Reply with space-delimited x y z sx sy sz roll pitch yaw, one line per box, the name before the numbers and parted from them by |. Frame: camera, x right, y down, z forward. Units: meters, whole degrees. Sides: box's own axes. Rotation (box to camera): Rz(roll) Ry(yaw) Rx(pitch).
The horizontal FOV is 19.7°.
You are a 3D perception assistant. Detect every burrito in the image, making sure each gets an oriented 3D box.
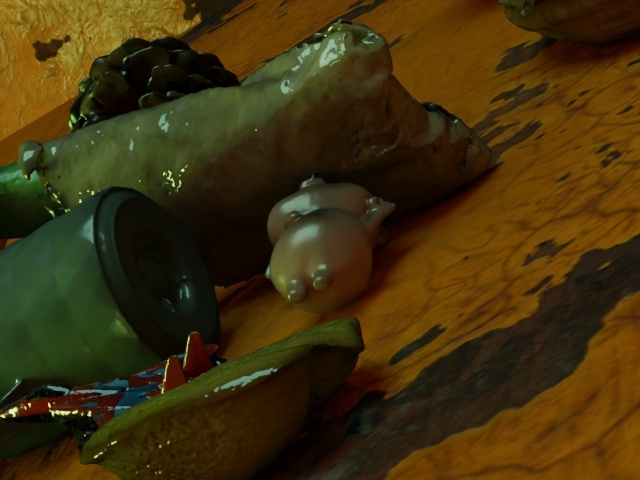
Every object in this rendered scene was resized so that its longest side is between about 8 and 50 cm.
burrito | -0.051 -0.048 1.388 0.347 0.175 0.107 -17 28 29

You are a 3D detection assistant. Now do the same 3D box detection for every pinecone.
pinecone | -0.164 -0.105 1.859 0.184 0.179 0.205 -50 20 31

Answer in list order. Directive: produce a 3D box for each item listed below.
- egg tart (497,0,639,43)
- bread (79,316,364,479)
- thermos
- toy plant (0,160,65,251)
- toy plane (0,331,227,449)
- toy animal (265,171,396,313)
egg tart | 0.320 -0.330 1.525 0.443 0.178 0.443 -32 11 7
bread | -0.051 0.101 1.074 0.187 0.065 0.149 -26 4 33
thermos | -0.222 0.092 1.336 0.286 0.145 0.182 -29 27 22
toy plant | -0.427 -0.044 2.183 0.356 0.211 0.317 2 33 47
toy plane | -0.134 0.110 1.205 0.189 0.061 0.130 -18 19 32
toy animal | 0.000 0.006 1.270 0.150 0.083 0.089 -64 -11 -72
